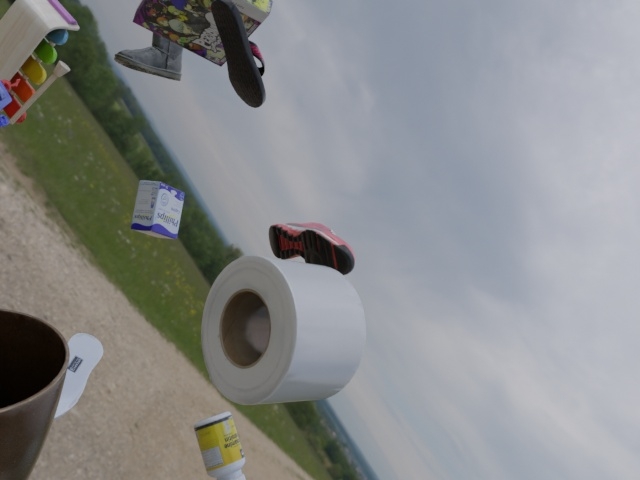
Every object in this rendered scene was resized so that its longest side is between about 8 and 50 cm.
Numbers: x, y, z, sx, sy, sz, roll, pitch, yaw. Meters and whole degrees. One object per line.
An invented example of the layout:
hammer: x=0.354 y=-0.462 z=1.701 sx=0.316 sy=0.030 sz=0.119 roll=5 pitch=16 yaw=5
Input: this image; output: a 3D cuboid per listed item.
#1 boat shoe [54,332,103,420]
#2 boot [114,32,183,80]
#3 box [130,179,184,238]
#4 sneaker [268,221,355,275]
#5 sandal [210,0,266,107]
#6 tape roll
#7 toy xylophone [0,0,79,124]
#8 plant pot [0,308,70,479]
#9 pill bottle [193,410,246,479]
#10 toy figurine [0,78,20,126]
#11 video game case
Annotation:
boat shoe: x=-0.557 y=0.306 z=1.315 sx=0.108 sy=0.102 sz=0.301 roll=35 pitch=17 yaw=-12
boot: x=-0.397 y=-0.509 z=1.521 sx=0.076 sy=0.189 sz=0.209 roll=20 pitch=-79 yaw=42
box: x=-0.442 y=-0.082 z=1.711 sx=0.126 sy=0.072 sz=0.137 roll=28 pitch=69 yaw=-68
sneaker: x=0.000 y=-0.001 z=1.577 sx=0.313 sy=0.136 sz=0.116 roll=19 pitch=-58 yaw=50
sandal: x=-0.108 y=-0.271 z=0.910 sx=0.067 sy=0.040 sz=0.179 roll=24 pitch=-34 yaw=31
tape roll: x=-0.067 y=0.154 z=1.078 sx=0.169 sy=0.246 sz=0.246 roll=12 pitch=30 yaw=-46
toy xylophone: x=-0.681 y=-0.396 z=1.429 sx=0.236 sy=0.322 sz=0.081 roll=56 pitch=14 yaw=11
plant pot: x=-0.430 y=0.237 z=0.771 sx=0.215 sy=0.215 sz=0.231 roll=45 pitch=-52 yaw=52
pill bottle: x=-0.253 y=0.542 z=1.609 sx=0.103 sy=0.103 sz=0.184 roll=108 pitch=-37 yaw=-77
toy figurine: x=-0.596 y=-0.319 z=1.061 sx=0.217 sy=0.191 sz=0.363 roll=31 pitch=-32 yaw=26
video game case: x=-0.241 y=-0.460 z=1.259 sx=0.210 sy=0.042 sz=0.232 roll=22 pitch=-24 yaw=-28
